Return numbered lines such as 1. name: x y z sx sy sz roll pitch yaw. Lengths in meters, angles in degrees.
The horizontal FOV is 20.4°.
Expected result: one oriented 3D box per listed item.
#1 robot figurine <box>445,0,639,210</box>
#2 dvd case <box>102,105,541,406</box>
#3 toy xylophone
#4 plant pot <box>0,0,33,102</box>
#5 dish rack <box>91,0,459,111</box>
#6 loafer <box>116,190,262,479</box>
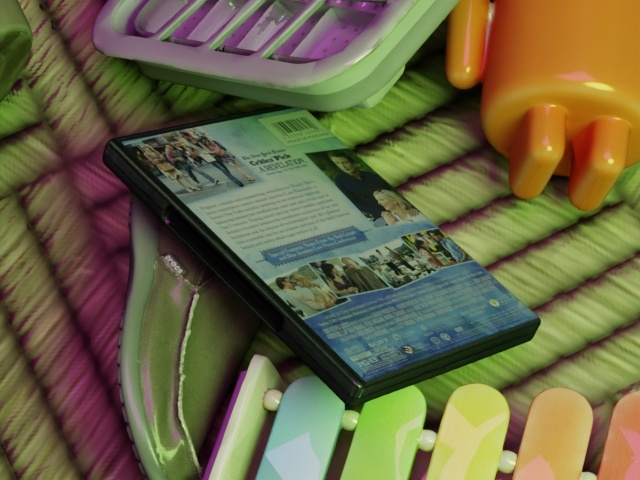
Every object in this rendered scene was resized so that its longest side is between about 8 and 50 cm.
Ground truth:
1. robot figurine: 0.176 -0.133 1.225 0.158 0.128 0.219 -7 59 31
2. dvd case: 0.000 0.000 1.153 0.180 0.022 0.253 -16 49 -44
3. toy xylophone: 0.082 0.197 1.084 0.322 0.081 0.236 7 64 5
4. plant pot: -0.353 -0.176 1.188 0.280 0.323 0.323 45 71 4
5. dish rack: 0.024 -0.212 1.250 0.285 0.072 0.333 15 59 47
6. loafer: -0.082 0.052 1.155 0.087 0.094 0.251 -2 61 2
